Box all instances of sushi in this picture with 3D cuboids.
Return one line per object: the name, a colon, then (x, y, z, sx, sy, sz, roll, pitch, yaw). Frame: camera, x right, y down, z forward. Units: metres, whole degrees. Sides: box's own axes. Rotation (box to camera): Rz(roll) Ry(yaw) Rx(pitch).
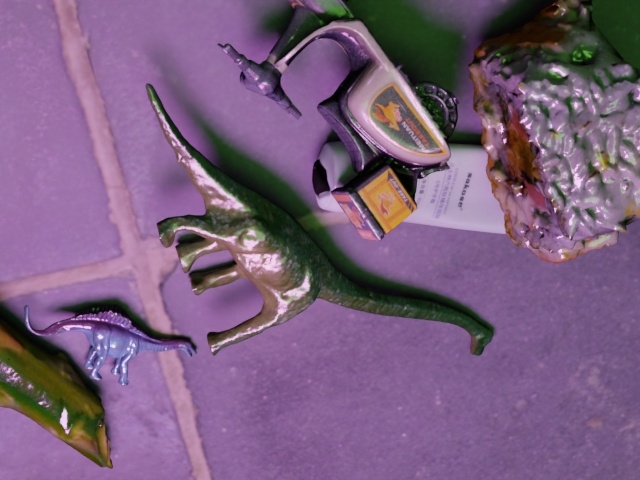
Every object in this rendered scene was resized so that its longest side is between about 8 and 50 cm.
sushi: (0.232, -0.113, 1.285, 0.139, 0.184, 0.274, -21, 107, -13)

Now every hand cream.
hand cream: (0.147, -0.054, 1.393, 0.320, 0.067, 0.109, 4, 116, -15)

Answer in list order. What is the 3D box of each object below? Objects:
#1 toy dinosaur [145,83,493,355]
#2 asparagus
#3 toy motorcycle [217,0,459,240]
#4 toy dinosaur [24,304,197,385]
toy dinosaur: (0.000, 0.000, 1.380, 0.300, 0.087, 0.447, -17, 125, 2)
asparagus: (-0.324, 0.138, 1.412, 0.085, 0.082, 0.343, -42, 116, 10)
toy motorcycle: (0.025, -0.145, 1.281, 0.157, 0.091, 0.263, -39, 101, -11)
toy dinosaur: (-0.228, 0.110, 1.431, 0.197, 0.045, 0.080, 15, 102, -23)
